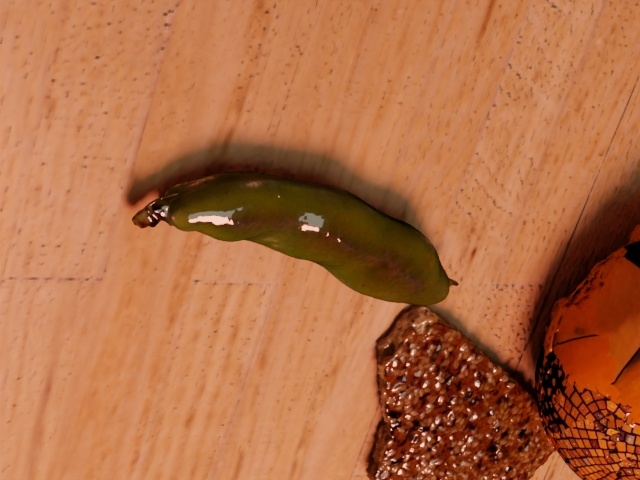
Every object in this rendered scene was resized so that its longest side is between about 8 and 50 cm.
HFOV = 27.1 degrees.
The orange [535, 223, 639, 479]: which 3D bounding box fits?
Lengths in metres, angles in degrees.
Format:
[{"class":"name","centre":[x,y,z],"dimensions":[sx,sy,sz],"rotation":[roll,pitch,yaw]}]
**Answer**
[{"class":"orange","centre":[0.275,0.094,1.001],"dimensions":[0.234,0.182,0.234],"rotation":[-30,138,-31]}]

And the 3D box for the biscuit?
[{"class":"biscuit","centre":[0.097,0.146,1.007],"dimensions":[0.131,0.026,0.237],"rotation":[-50,135,1]}]

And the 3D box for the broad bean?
[{"class":"broad bean","centre":[0.002,-0.004,0.829],"dimensions":[0.254,0.046,0.065],"rotation":[17,115,-39]}]
